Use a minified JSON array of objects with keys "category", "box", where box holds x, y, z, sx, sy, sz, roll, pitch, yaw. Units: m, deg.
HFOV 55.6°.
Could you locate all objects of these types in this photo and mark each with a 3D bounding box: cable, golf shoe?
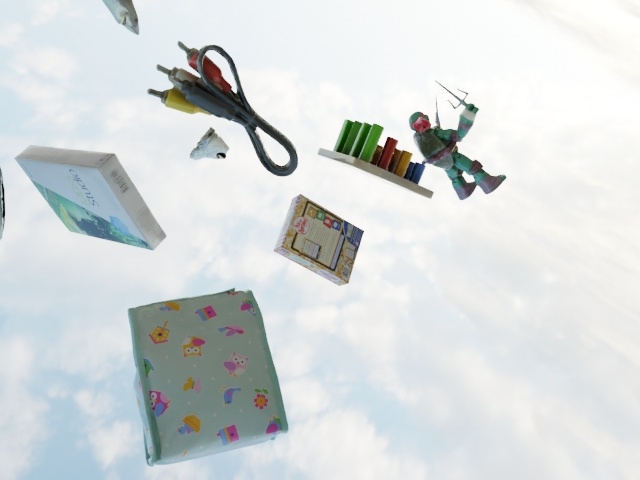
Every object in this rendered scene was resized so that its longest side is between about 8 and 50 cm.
[{"category":"cable","box":[-0.141,-0.229,1.037,0.287,0.139,0.072,30,-161,-26]},{"category":"golf shoe","box":[-0.302,-0.241,1.659,0.086,0.176,0.069,37,-110,-15]}]

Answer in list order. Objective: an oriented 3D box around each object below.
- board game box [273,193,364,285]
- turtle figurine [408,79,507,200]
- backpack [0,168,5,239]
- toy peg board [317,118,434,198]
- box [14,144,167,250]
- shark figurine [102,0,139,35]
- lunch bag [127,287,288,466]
[{"category":"board game box","box":[0.000,0.000,1.432,0.194,0.045,0.146,30,-117,-23]},{"category":"turtle figurine","box":[0.237,-0.183,1.144,0.234,0.118,0.175,50,174,-15]},{"category":"backpack","box":[-0.758,-0.073,1.296,0.166,0.188,0.144,-3,-171,39]},{"category":"toy peg board","box":[0.104,-0.146,1.048,0.161,0.079,0.161,19,-173,-26]},{"category":"box","box":[-0.516,-0.098,1.357,0.322,0.232,0.058,11,-131,36]},{"category":"shark figurine","box":[-0.391,-0.558,1.180,0.166,0.278,0.116,40,-120,3]},{"category":"lunch bag","box":[-0.192,0.213,0.995,0.224,0.160,0.262,-8,-111,-19]}]
